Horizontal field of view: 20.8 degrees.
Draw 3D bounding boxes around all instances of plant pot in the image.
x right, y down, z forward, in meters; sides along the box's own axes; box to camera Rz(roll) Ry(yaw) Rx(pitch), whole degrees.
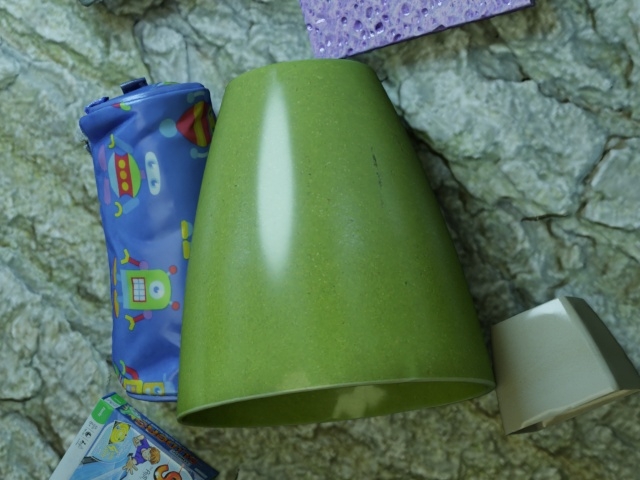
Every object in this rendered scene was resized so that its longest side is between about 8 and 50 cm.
[{"bbox_3d":[0.209,0.106,1.539,0.109,0.109,0.096,-24,77,20],"label":"plant pot"},{"bbox_3d":[0.000,0.000,1.527,0.275,0.275,0.293,-10,78,19],"label":"plant pot"}]

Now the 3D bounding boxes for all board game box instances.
[{"bbox_3d":[-0.209,0.270,1.730,0.136,0.035,0.201,36,107,11],"label":"board game box"}]

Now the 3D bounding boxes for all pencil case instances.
[{"bbox_3d":[-0.149,0.000,1.628,0.133,0.119,0.306,-6,96,15],"label":"pencil case"}]

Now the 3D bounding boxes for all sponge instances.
[{"bbox_3d":[0.078,-0.239,1.568,0.210,0.031,0.117,-14,93,19],"label":"sponge"}]

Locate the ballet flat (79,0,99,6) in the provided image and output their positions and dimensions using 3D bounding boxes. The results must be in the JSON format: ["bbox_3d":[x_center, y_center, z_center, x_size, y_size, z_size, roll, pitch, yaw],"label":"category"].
[{"bbox_3d":[-0.141,-0.269,1.626,0.213,0.072,0.068,-14,120,20],"label":"ballet flat"}]
